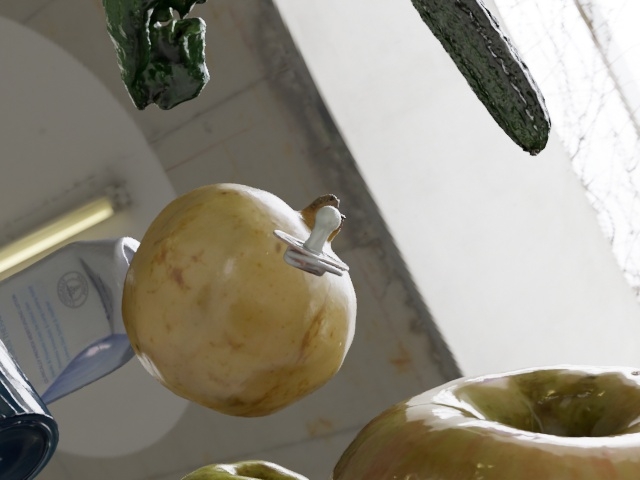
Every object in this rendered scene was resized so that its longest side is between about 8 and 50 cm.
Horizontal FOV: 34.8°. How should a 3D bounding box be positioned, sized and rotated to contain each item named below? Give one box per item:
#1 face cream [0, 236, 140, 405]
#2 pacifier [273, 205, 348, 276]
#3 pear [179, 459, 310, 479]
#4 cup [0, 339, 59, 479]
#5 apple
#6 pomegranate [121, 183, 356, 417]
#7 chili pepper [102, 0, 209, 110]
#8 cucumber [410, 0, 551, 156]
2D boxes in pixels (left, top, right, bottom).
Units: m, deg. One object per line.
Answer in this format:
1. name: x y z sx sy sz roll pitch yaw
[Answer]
1. face cream: -0.409 0.130 1.635 0.420 0.137 0.234 -28 -99 16
2. pacifier: 0.000 0.000 1.120 0.081 0.099 0.078 31 -86 47
3. pear: -0.114 0.477 1.508 0.304 0.304 0.303 15 -61 28
4. cup: -0.311 0.141 0.848 0.138 0.150 0.113 42 -68 32
5. apple: 0.175 0.282 0.758 0.392 0.391 0.346 -2 -86 35
6. pomegranate: -0.094 0.069 1.385 0.343 0.342 0.342 15 -61 28
7. chili pepper: -0.142 -0.210 0.906 0.253 0.099 0.083 106 -31 -57
8. cucumber: 0.194 -0.218 1.198 0.077 0.077 0.265 -36 -90 39
